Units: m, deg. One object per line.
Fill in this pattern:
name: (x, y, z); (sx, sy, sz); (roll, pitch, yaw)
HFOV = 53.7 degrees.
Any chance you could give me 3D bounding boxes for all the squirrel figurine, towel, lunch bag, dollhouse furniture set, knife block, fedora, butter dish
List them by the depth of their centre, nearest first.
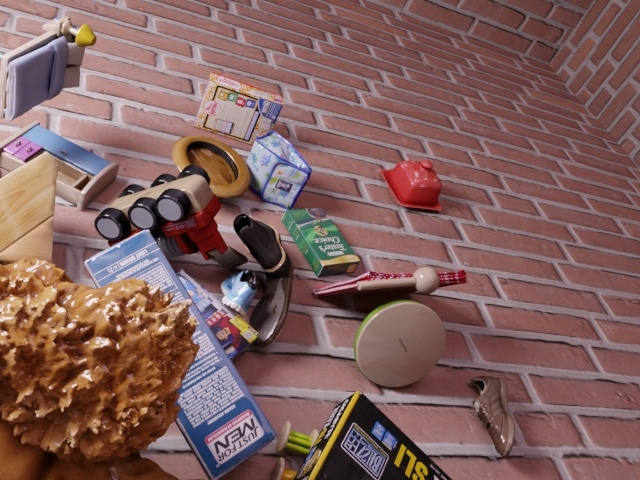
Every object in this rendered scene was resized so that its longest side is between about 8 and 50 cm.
squirrel figurine: (-0.278, 0.226, 0.714); (0.370, 0.397, 0.281); (35, 31, 22)
knife block: (-0.557, -0.027, 1.001); (0.242, 0.088, 0.275); (14, 66, -44)
dollhouse furniture set: (-0.497, -0.220, 1.171); (0.198, 0.303, 0.286); (27, 37, -2)
towel: (0.149, 0.090, 1.337); (0.275, 0.199, 0.031); (1, 78, -33)
fedora: (-0.256, -0.153, 1.437); (0.194, 0.079, 0.194); (20, 41, -19)
lunch bag: (-0.103, -0.162, 1.506); (0.151, 0.129, 0.096); (39, 39, 10)
butter dish: (0.275, -0.174, 1.778); (0.160, 0.118, 0.160); (5, 43, -30)

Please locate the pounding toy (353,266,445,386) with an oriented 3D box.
pounding toy: (0.141, 0.159, 1.243); (0.183, 0.236, 0.110); (-7, 20, -13)

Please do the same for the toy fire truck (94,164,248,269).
toy fire truck: (-0.262, -0.003, 1.204); (0.246, 0.217, 0.158); (64, 27, -26)

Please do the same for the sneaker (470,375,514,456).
sneaker: (0.339, 0.349, 1.265); (0.071, 0.066, 0.188); (10, 32, 2)

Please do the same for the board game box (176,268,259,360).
board game box: (-0.241, 0.165, 1.089); (0.194, 0.060, 0.194); (38, 39, 12)

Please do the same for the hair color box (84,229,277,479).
hair color box: (-0.206, 0.173, 0.928); (0.105, 0.174, 0.347); (-30, 78, -19)

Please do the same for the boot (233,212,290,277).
boot: (-0.140, -0.024, 1.285); (0.137, 0.077, 0.198); (51, -6, -37)

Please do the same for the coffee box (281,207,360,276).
coffee box: (0.000, 0.000, 1.456); (0.113, 0.040, 0.184); (-4, 48, -37)

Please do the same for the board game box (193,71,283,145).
board game box: (-0.210, -0.329, 1.619); (0.194, 0.146, 0.045); (16, 39, -18)

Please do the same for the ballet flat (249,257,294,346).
ballet flat: (-0.086, 0.119, 1.245); (0.058, 0.084, 0.250); (55, 22, -30)

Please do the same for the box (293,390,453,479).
box: (0.105, 0.425, 0.941); (0.322, 0.079, 0.257); (44, 35, -2)

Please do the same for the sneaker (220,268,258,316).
sneaker: (-0.143, 0.089, 1.194); (0.063, 0.073, 0.162); (37, 3, -16)

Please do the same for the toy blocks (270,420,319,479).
toy blocks: (0.001, 0.367, 1.015); (0.148, 0.054, 0.123); (22, 38, -9)
